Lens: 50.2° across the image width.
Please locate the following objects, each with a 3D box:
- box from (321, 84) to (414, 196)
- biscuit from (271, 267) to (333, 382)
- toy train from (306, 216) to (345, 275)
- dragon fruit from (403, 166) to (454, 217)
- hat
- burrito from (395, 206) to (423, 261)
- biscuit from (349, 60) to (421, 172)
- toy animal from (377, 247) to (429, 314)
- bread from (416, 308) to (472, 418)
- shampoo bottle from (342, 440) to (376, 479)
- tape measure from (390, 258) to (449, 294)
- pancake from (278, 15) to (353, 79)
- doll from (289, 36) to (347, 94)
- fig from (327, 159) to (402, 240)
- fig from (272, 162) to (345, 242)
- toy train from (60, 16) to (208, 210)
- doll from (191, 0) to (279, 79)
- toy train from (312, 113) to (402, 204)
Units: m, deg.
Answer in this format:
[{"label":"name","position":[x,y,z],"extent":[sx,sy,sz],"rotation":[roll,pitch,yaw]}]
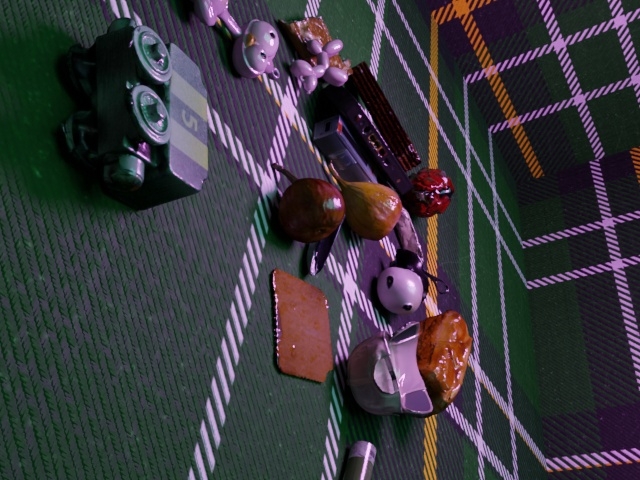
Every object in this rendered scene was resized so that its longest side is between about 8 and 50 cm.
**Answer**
[{"label":"box","position":[0.138,-0.294,1.967],"extent":[0.350,0.058,0.211],"rotation":[52,3,-31]},{"label":"biscuit","position":[-0.037,0.194,1.513],"extent":[0.237,0.013,0.232],"rotation":[30,48,-53]},{"label":"toy train","position":[0.001,0.000,1.667],"extent":[0.055,0.048,0.252],"rotation":[62,34,-30]},{"label":"dragon fruit","position":[0.369,-0.166,2.339],"extent":[0.182,0.182,0.188],"rotation":[46,38,-42]},{"label":"hat","position":[0.172,0.314,1.658],"extent":[0.275,0.161,0.232],"rotation":[-8,92,-52]},{"label":"burrito","position":[0.275,-0.026,2.192],"extent":[0.063,0.058,0.229],"rotation":[168,-95,-83]},{"label":"biscuit","position":[0.196,-0.382,2.108],"extent":[0.388,0.073,0.107],"rotation":[65,11,27]},{"label":"toy animal","position":[0.226,0.128,1.941],"extent":[0.166,0.138,0.179],"rotation":[51,36,1]},{"label":"bread","position":[0.321,0.346,1.920],"extent":[0.149,0.195,0.344],"rotation":[60,31,-13]},{"label":"shampoo bottle","position":[0.075,0.534,1.474],"extent":[0.065,0.065,0.204],"rotation":[59,30,-26]},{"label":"tape measure","position":[0.300,0.101,2.054],"extent":[0.107,0.180,0.104],"rotation":[48,52,-42]},{"label":"pancake","position":[-0.008,-0.557,1.975],"extent":[0.376,0.054,0.197],"rotation":[28,57,-57]},{"label":"doll","position":[-0.007,-0.470,1.841],"extent":[0.160,0.059,0.161],"rotation":[-3,82,-26]},{"label":"fig","position":[0.107,-0.120,1.865],"extent":[0.257,0.159,0.159],"rotation":[47,33,-13]},{"label":"fig","position":[-0.028,-0.076,1.559],"extent":[0.202,0.148,0.149],"rotation":[-123,-142,-60]},{"label":"toy train","position":[-0.285,-0.204,1.110],"extent":[0.238,0.167,0.299],"rotation":[37,44,-58]},{"label":"doll","position":[-0.199,-0.489,1.518],"extent":[0.365,0.094,0.160],"rotation":[44,41,-43]},{"label":"toy train","position":[0.115,-0.184,1.948],"extent":[0.409,0.086,0.089],"rotation":[50,35,-39]}]
